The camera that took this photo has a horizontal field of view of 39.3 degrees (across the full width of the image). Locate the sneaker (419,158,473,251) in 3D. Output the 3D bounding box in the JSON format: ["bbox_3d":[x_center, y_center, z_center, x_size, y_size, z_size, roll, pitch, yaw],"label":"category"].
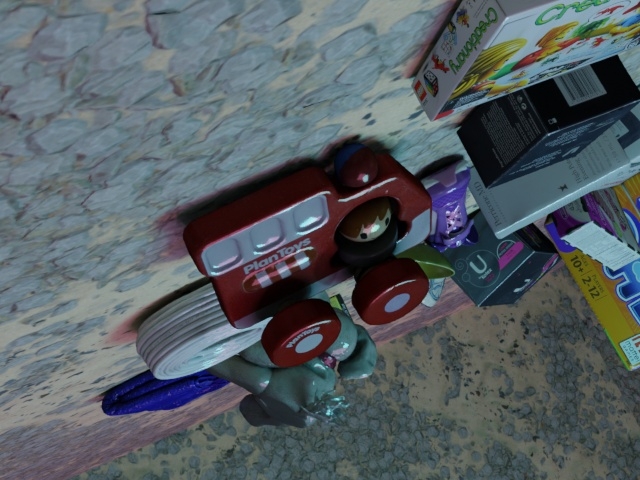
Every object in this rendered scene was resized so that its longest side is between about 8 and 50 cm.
[{"bbox_3d":[0.194,-0.044,1.376,0.095,0.105,0.236,-23,167,-7],"label":"sneaker"}]

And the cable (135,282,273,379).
[{"bbox_3d":[-0.164,0.129,1.405,0.257,0.089,0.257,-24,168,-6],"label":"cable"}]

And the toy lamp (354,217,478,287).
[{"bbox_3d":[0.181,0.041,1.776,0.274,0.080,0.080,-36,164,31],"label":"toy lamp"}]

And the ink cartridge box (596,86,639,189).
[{"bbox_3d":[0.534,-0.182,1.496,0.172,0.100,0.237,-12,161,-47],"label":"ink cartridge box"}]

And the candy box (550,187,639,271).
[{"bbox_3d":[0.499,-0.052,1.667,0.071,0.159,0.233,-31,146,28],"label":"candy box"}]

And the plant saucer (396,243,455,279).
[{"bbox_3d":[0.095,0.029,1.438,0.241,0.037,0.241,5,170,1],"label":"plant saucer"}]

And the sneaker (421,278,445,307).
[{"bbox_3d":[0.246,0.073,1.972,0.122,0.110,0.283,-34,167,16],"label":"sneaker"}]

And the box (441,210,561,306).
[{"bbox_3d":[0.383,0.034,1.893,0.165,0.143,0.270,-48,158,19],"label":"box"}]

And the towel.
[{"bbox_3d":[-0.313,0.318,1.928,0.227,0.076,0.308,-28,168,6],"label":"towel"}]

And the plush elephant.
[{"bbox_3d":[-0.035,0.227,1.798,0.330,0.272,0.255,4,-129,40],"label":"plush elephant"}]

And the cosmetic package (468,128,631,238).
[{"bbox_3d":[0.353,-0.107,1.411,0.231,0.117,0.085,-30,167,12],"label":"cosmetic package"}]

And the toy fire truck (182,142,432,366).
[{"bbox_3d":[0.000,0.000,1.087,0.302,0.169,0.254,-25,149,-9],"label":"toy fire truck"}]

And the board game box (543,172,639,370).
[{"bbox_3d":[0.740,0.010,1.963,0.356,0.357,0.356,-31,179,18],"label":"board game box"}]

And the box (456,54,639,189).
[{"bbox_3d":[0.279,-0.154,1.114,0.156,0.093,0.158,-21,166,-24],"label":"box"}]

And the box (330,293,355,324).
[{"bbox_3d":[-0.044,0.205,1.978,0.232,0.087,0.058,-24,168,-13],"label":"box"}]

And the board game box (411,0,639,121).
[{"bbox_3d":[0.253,-0.223,0.866,0.305,0.053,0.193,-22,167,-18],"label":"board game box"}]
